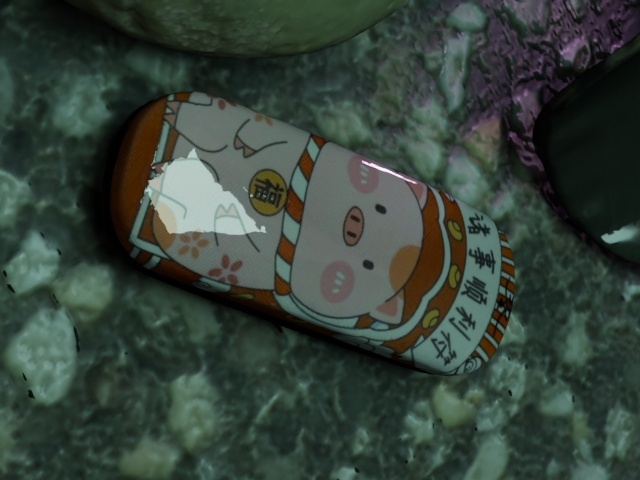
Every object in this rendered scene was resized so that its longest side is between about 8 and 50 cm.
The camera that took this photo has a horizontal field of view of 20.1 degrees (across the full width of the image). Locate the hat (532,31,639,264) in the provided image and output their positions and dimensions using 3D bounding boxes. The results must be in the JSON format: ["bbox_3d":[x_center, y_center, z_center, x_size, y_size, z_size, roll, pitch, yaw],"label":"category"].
[{"bbox_3d":[0.301,-0.171,1.146,0.366,0.382,0.257,66,10,-49],"label":"hat"}]

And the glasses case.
[{"bbox_3d":[0.000,0.000,1.010,0.267,0.067,0.103,20,77,-30],"label":"glasses case"}]

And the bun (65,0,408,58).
[{"bbox_3d":[-0.029,-0.275,0.925,0.365,0.219,0.365,2,87,-30],"label":"bun"}]
